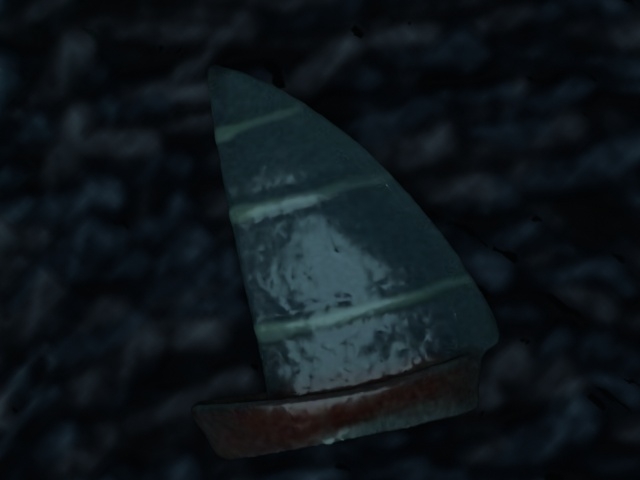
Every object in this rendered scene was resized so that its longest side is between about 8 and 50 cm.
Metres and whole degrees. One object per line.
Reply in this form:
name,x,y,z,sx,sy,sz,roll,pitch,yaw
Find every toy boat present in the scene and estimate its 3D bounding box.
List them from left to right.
toy boat,0.000,-0.001,0.487,0.096,0.034,0.122,-11,86,-2
